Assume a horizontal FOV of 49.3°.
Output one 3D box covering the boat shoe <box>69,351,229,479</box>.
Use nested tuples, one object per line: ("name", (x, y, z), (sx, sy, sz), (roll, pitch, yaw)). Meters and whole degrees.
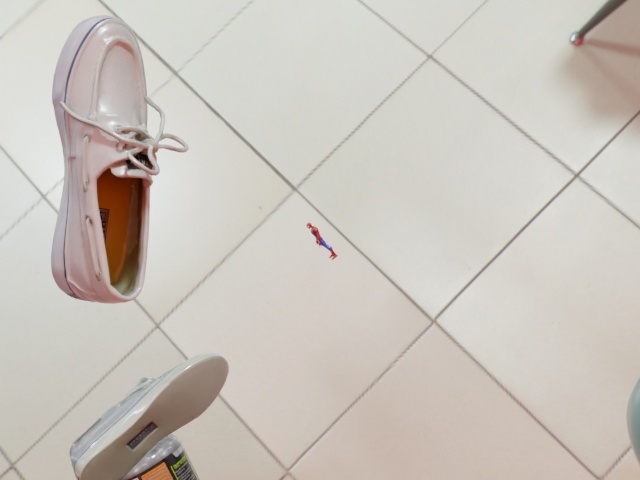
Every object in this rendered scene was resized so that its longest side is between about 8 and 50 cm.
("boat shoe", (-0.223, 0.213, 0.893), (0.227, 0.079, 0.081), (-39, 40, -19))

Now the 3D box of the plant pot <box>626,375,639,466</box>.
("plant pot", (0.558, 0.264, 0.919), (0.293, 0.235, 0.293), (-5, 108, -17))

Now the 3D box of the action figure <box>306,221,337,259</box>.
("action figure", (0.000, 0.000, 1.784), (0.030, 0.038, 0.115), (-35, 107, -3))

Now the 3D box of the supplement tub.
("supplement tub", (-0.389, 0.607, 1.691), (0.193, 0.193, 0.316), (-25, 91, 2))

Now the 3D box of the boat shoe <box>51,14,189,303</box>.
("boat shoe", (-0.247, -0.099, 0.870), (0.156, 0.136, 0.367), (6, 90, 36))
